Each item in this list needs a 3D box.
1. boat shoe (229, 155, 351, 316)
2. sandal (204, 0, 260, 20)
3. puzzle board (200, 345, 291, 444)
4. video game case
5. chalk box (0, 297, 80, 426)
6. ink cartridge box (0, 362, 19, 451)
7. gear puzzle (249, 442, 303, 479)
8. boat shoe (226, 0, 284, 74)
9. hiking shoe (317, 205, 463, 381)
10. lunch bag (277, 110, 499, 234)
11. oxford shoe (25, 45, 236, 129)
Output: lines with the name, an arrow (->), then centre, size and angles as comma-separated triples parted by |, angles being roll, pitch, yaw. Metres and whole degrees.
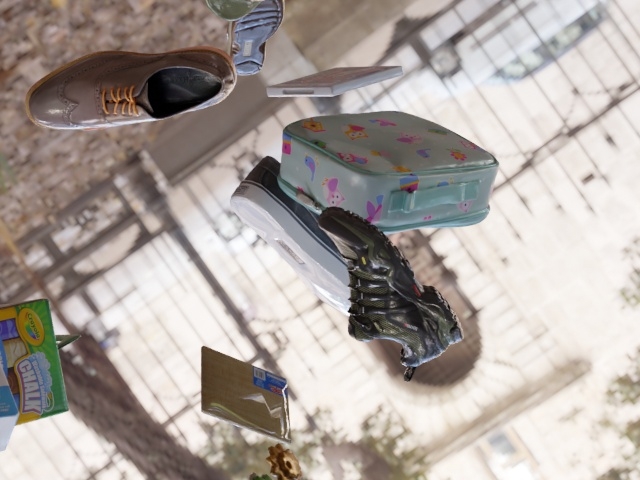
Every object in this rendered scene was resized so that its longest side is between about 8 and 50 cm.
boat shoe -> 0.000, 0.000, 1.834 | 0.102, 0.301, 0.108 | -55, -159, -23
sandal -> -0.081, -0.423, 1.910 | 0.120, 0.086, 0.302 | 17, 146, -34
puzzle board -> -0.091, 0.187, 1.511 | 0.011, 0.128, 0.096 | -43, -144, 33
video game case -> 0.028, -0.310, 2.443 | 0.201, 0.023, 0.183 | -21, -161, -41
chalk box -> -0.502, 0.191, 1.895 | 0.289, 0.179, 0.180 | -10, -178, -39
ink cartridge box -> -0.367, 0.120, 1.199 | 0.104, 0.180, 0.060 | -3, 137, -33
gear puzzle -> -0.047, 0.460, 2.024 | 0.044, 0.175, 0.339 | -35, -151, 23
boat shoe -> -0.132, -0.413, 2.334 | 0.095, 0.095, 0.257 | -1, 154, -19
hiking shoe -> 0.063, 0.063, 1.494 | 0.114, 0.227, 0.086 | -43, -177, 5
lunch bag -> 0.091, -0.088, 1.705 | 0.279, 0.224, 0.108 | -9, 122, -37
oxford shoe -> -0.325, -0.253, 2.108 | 0.363, 0.130, 0.133 | -12, -163, 3
